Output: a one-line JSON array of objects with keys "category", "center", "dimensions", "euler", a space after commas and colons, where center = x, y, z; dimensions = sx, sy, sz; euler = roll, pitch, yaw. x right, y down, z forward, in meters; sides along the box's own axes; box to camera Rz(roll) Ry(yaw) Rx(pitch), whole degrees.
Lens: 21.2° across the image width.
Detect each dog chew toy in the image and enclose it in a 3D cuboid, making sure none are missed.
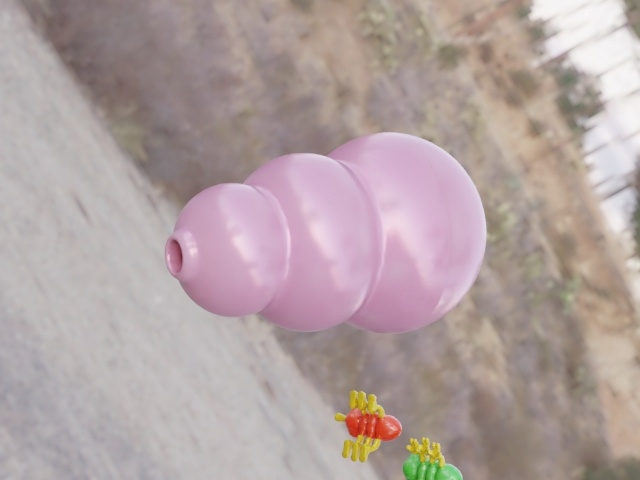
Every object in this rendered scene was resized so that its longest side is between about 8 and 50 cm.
[{"category": "dog chew toy", "center": [0.000, 0.000, 1.702], "dimensions": [0.207, 0.332, 0.206], "euler": [15, -72, 56]}]

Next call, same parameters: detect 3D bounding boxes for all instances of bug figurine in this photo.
[{"category": "bug figurine", "center": [0.085, 0.339, 2.183], "dimensions": [0.072, 0.279, 0.216], "euler": [6, 5, -45]}]
